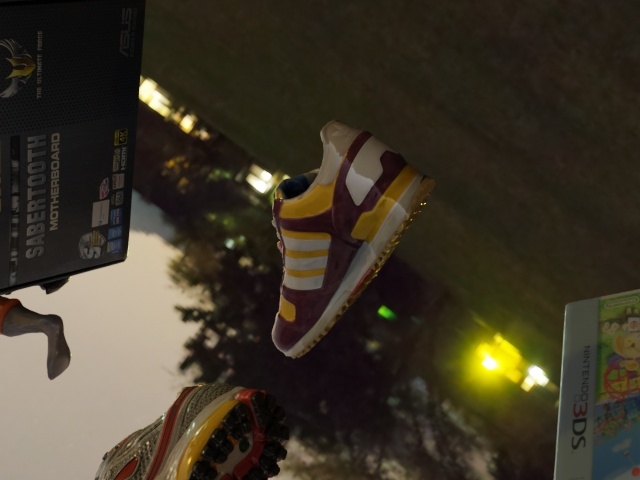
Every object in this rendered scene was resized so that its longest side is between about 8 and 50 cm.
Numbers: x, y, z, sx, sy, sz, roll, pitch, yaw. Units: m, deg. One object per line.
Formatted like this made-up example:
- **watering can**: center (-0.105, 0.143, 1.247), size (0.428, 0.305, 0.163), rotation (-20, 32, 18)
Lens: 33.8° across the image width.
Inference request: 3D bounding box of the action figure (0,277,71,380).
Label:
- **action figure**: center (-0.380, 0.016, 1.097), size (0.341, 0.178, 0.330), rotation (-10, -143, -43)

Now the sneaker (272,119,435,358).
- **sneaker**: center (0.000, 0.000, 0.695), size (0.084, 0.185, 0.069), rotation (39, -141, 5)

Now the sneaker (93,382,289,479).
- **sneaker**: center (-0.117, 0.188, 0.702), size (0.093, 0.225, 0.088), rotation (9, 138, 45)

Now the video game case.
- **video game case**: center (0.273, 0.107, 0.760), size (0.212, 0.193, 0.023), rotation (-15, 134, 32)

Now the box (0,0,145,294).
- **box**: center (-0.227, -0.075, 0.781), size (0.183, 0.232, 0.059), rotation (-14, -146, -39)
